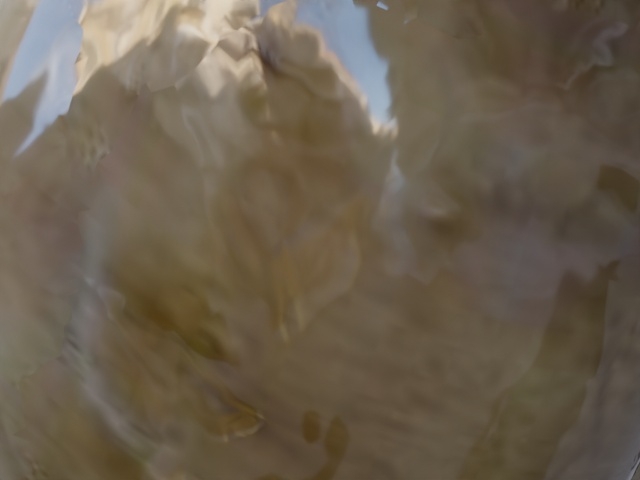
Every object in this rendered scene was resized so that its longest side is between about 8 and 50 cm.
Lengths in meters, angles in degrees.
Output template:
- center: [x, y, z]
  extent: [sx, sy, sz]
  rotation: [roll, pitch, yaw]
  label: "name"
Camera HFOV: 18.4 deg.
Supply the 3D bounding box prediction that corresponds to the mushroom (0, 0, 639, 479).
- center: [0.000, 0.000, 0.417]
  extent: [0.184, 0.255, 0.255]
  rotation: [24, -27, -24]
  label: "mushroom"
